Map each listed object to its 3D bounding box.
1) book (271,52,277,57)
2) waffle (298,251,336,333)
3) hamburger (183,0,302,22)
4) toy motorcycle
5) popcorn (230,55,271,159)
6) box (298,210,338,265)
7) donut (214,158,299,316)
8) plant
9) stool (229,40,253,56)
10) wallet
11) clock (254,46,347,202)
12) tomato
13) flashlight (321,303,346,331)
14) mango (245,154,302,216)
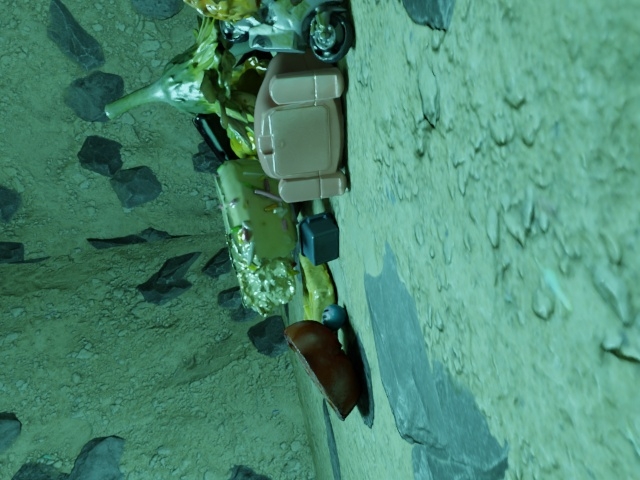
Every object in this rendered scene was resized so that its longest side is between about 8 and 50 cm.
[{"bbox_3d":[-0.131,-0.399,1.714,0.269,0.032,0.388,-134,36,-78],"label":"book"},{"bbox_3d":[-0.005,0.166,1.355,0.168,0.057,0.274,-110,14,-51],"label":"waffle"},{"bbox_3d":[-0.061,-0.373,0.517,0.330,0.250,0.329,172,90,-82],"label":"hamburger"},{"bbox_3d":[-0.046,-0.339,0.798,0.073,0.225,0.152,-16,-58,-60],"label":"toy motorcycle"},{"bbox_3d":[-0.121,-0.282,1.280,0.190,0.192,0.253,-3,-91,-62],"label":"popcorn"},{"bbox_3d":[0.000,0.000,1.123,0.054,0.074,0.099,-123,23,-46],"label":"box"},{"bbox_3d":[-0.137,-0.023,1.268,0.371,0.150,0.307,94,159,-61],"label":"donut"},{"bbox_3d":[-0.229,-0.322,1.063,0.306,0.297,0.261,-57,-19,-86],"label":"plant"},{"bbox_3d":[-0.161,-0.519,1.229,0.195,0.199,0.195,110,151,-69],"label":"stool"},{"bbox_3d":[-0.185,-0.335,1.394,0.172,0.045,0.317,58,-133,-41],"label":"wallet"},{"bbox_3d":[-0.044,-0.212,0.972,0.241,0.143,0.227,-105,10,-55],"label":"clock"},{"bbox_3d":[0.014,0.250,1.136,0.225,0.085,0.225,53,165,20],"label":"tomato"},{"bbox_3d":[0.028,0.168,1.191,0.129,0.051,0.051,89,170,-69],"label":"flashlight"},{"bbox_3d":[-0.116,-0.141,1.507,0.316,0.146,0.192,81,-176,-63],"label":"mango"}]
